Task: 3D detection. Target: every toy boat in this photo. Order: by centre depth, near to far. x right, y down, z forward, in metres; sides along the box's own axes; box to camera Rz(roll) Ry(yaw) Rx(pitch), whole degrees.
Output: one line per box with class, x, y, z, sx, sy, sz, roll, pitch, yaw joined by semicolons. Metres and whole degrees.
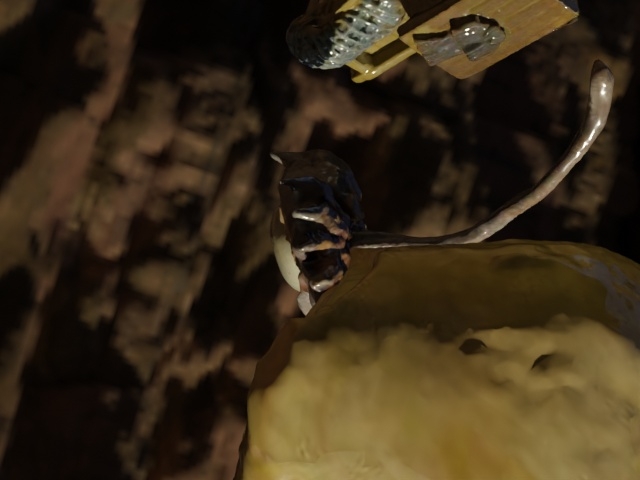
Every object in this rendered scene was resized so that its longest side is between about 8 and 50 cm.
toy boat;0.111;-0.182;1.234;0.321;0.089;0.121;-25;-131;39

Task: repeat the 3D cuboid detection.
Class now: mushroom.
mushroom;0.000;0.000;1.570;0.085;0.079;0.085;160;-90;-88

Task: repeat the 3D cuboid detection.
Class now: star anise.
star anise;0.075;-0.033;1.166;0.218;0.227;0.148;64;18;-58

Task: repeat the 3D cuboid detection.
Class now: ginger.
ginger;0.072;0.081;0.628;0.152;0.267;0.138;-22;-138;30
